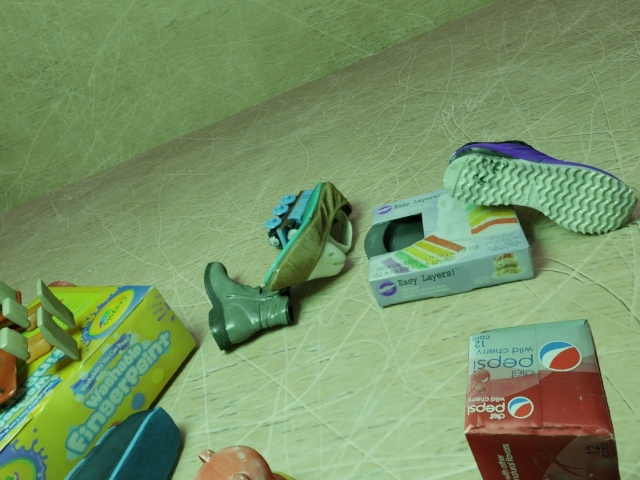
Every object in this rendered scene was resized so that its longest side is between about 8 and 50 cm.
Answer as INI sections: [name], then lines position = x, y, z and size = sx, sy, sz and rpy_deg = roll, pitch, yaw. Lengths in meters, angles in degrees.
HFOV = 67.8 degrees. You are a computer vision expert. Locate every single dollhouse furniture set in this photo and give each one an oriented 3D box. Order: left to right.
[dollhouse furniture set]
position = -0.527, 0.176, 0.763
size = 0.261, 0.135, 0.259
rpy_deg = -32, 41, -11

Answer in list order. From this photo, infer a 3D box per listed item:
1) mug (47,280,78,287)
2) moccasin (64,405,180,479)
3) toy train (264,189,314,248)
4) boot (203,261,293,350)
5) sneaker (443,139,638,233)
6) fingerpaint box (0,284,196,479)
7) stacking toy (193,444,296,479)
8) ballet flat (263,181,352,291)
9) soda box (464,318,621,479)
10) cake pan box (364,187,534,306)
[mug]
position = -0.628, 0.190, 1.131
size = 0.150, 0.113, 0.169
rpy_deg = -15, 34, 20
[moccasin]
position = -0.297, 0.369, 0.604
size = 0.116, 0.138, 0.342
rpy_deg = -18, 16, 21
[toy train]
position = -0.058, -0.050, 1.118
size = 0.105, 0.080, 0.184
rpy_deg = -3, 36, 24
[boot]
position = -0.138, 0.107, 0.942
size = 0.161, 0.084, 0.247
rpy_deg = -20, 34, -6
[sneaker]
position = 0.357, -0.110, 0.787
size = 0.293, 0.102, 0.146
rpy_deg = 16, 35, 9
[fingerpaint box]
position = -0.499, 0.286, 0.824
size = 0.370, 0.163, 0.445
rpy_deg = -5, 36, 33
[stacking toy]
position = -0.044, 0.339, 0.431
size = 0.308, 0.131, 0.280
rpy_deg = -2, 37, 35
[ballet flat]
position = 0.000, 0.000, 0.957
size = 0.116, 0.124, 0.342
rpy_deg = -56, 6, 35
[soda box]
position = 0.182, 0.187, 0.366
size = 0.083, 0.264, 0.092
rpy_deg = -10, 32, 26
[cake pan box]
position = 0.213, -0.005, 0.850
size = 0.266, 0.070, 0.246
rpy_deg = -14, 29, 19
